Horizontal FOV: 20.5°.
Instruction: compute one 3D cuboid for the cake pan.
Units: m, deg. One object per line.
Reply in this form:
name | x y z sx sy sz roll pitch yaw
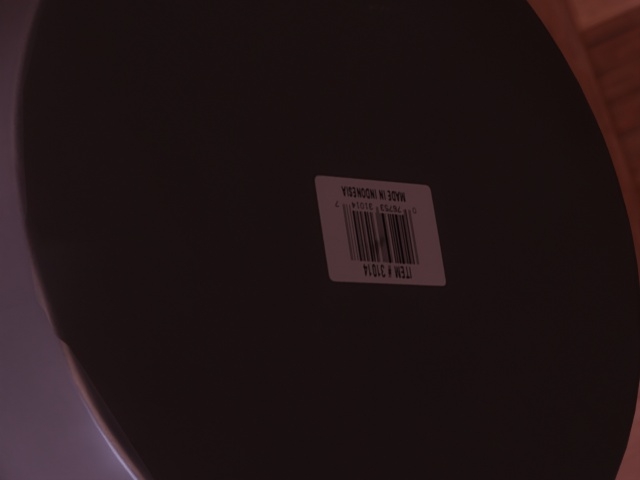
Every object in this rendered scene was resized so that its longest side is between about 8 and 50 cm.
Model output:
cake pan | 0.000 0.000 0.565 0.293 0.054 0.293 16 64 -37
